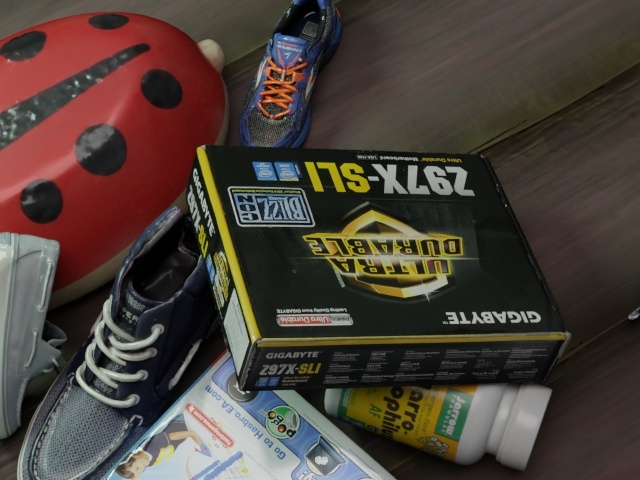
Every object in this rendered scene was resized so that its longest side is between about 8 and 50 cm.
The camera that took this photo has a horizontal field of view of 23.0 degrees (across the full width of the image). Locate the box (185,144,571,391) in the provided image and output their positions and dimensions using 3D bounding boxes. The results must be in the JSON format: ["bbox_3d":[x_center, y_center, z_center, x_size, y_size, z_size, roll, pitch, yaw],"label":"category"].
[{"bbox_3d":[0.050,0.022,1.529,0.322,0.079,0.257,1,44,-21],"label":"box"}]

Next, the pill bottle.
[{"bbox_3d":[0.119,0.155,1.571,0.208,0.117,0.118,19,70,11],"label":"pill bottle"}]

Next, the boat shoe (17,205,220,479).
[{"bbox_3d":[-0.203,0.116,1.585,0.127,0.158,0.341,27,71,14],"label":"boat shoe"}]

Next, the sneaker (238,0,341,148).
[{"bbox_3d":[-0.039,-0.190,1.743,0.083,0.087,0.221,13,68,10],"label":"sneaker"}]

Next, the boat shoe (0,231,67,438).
[{"bbox_3d":[-0.297,0.101,1.591,0.081,0.228,0.079,3,23,-11],"label":"boat shoe"}]

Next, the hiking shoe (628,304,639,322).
[{"bbox_3d":[0.435,0.076,1.616,0.226,0.086,0.114,18,83,17],"label":"hiking shoe"}]

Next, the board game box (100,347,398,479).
[{"bbox_3d":[-0.072,0.310,1.535,0.308,0.086,0.302,40,75,18],"label":"board game box"}]

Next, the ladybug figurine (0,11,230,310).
[{"bbox_3d":[-0.296,-0.099,1.680,0.449,0.162,0.305,-37,70,-12],"label":"ladybug figurine"}]
